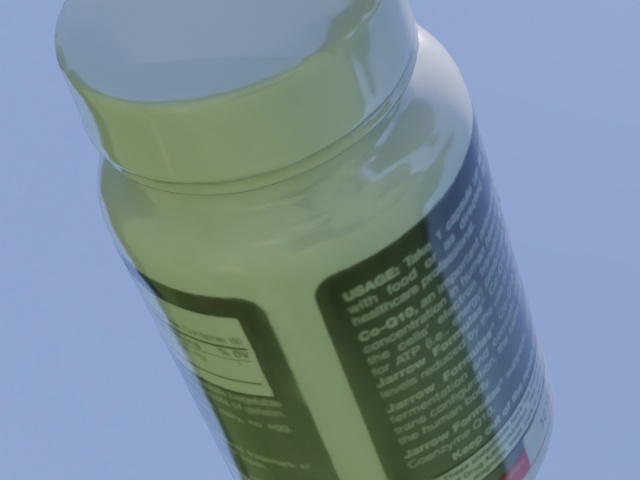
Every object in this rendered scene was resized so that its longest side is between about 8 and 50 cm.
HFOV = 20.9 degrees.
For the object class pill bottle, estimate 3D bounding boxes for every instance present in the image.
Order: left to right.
[{"bbox_3d":[0.000,0.000,0.753,0.161,0.161,0.283,2,-43,23],"label":"pill bottle"}]
